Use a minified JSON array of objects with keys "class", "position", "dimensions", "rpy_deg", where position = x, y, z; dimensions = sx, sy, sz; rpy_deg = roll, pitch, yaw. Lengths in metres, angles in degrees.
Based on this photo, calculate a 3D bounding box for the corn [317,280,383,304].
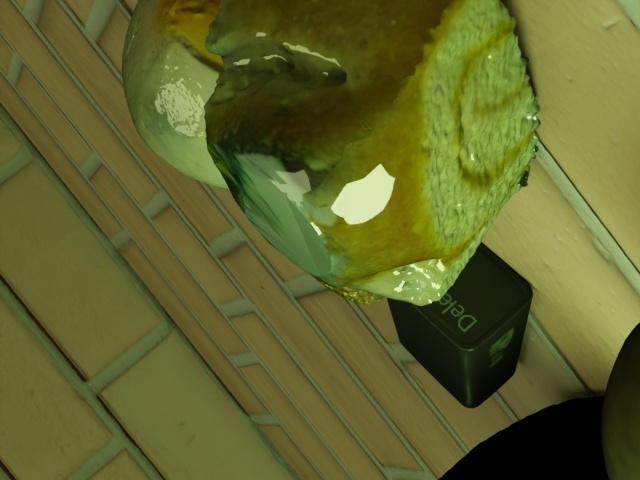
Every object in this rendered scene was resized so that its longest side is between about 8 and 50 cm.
[{"class":"corn","position":[0.000,0.000,1.908],"dimensions":[0.310,0.101,0.101],"rpy_deg":[37,158,43]}]

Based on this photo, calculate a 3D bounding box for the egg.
[{"class":"egg","position":[-0.125,-0.179,1.559],"dimensions":[0.337,0.201,0.337],"rpy_deg":[31,138,33]}]

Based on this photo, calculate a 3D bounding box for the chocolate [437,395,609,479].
[{"class":"chocolate","position":[0.299,0.409,1.545],"dimensions":[0.331,0.384,0.384],"rpy_deg":[54,163,-10]}]

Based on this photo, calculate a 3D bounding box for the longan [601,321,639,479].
[{"class":"longan","position":[0.366,0.173,1.081],"dimensions":[0.300,0.243,0.300],"rpy_deg":[33,161,13]}]

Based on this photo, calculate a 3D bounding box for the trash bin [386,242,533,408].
[{"class":"trash bin","position":[0.165,0.096,1.658],"dimensions":[0.165,0.115,0.225],"rpy_deg":[44,164,24]}]

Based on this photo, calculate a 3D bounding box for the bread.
[{"class":"bread","position":[0.044,-0.083,1.249],"dimensions":[0.239,0.264,0.395],"rpy_deg":[24,158,28]}]
